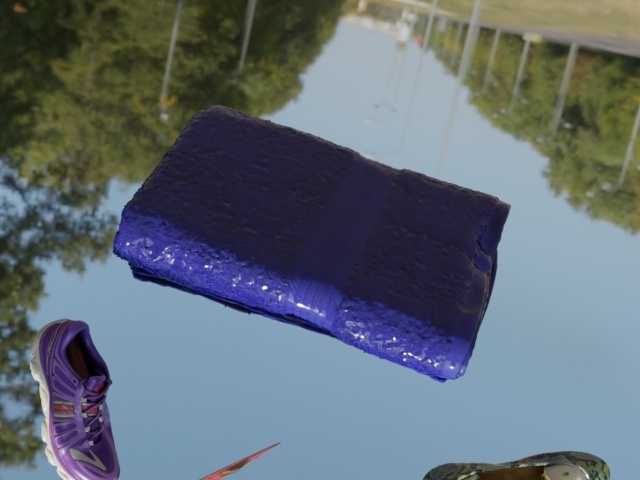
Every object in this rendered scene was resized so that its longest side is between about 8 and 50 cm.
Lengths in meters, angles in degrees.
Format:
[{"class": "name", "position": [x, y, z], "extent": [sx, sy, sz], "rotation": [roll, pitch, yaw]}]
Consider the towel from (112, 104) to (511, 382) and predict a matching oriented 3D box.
[{"class": "towel", "position": [0.000, 0.000, 0.937], "extent": [0.308, 0.076, 0.227], "rotation": [20, -141, 6]}]

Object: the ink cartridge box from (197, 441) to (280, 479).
[{"class": "ink cartridge box", "position": [-0.235, 0.391, 1.263], "extent": [0.308, 0.385, 0.091], "rotation": [-16, -109, -51]}]

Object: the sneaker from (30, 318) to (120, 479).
[{"class": "sneaker", "position": [-0.227, 0.157, 1.026], "extent": [0.071, 0.170, 0.068], "rotation": [-17, 180, 41]}]

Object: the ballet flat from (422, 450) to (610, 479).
[{"class": "ballet flat", "position": [0.186, 0.231, 0.980], "extent": [0.188, 0.070, 0.070], "rotation": [-5, -165, -12]}]
